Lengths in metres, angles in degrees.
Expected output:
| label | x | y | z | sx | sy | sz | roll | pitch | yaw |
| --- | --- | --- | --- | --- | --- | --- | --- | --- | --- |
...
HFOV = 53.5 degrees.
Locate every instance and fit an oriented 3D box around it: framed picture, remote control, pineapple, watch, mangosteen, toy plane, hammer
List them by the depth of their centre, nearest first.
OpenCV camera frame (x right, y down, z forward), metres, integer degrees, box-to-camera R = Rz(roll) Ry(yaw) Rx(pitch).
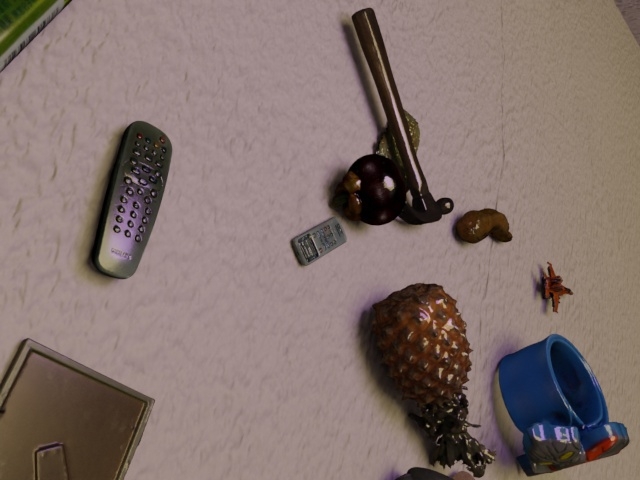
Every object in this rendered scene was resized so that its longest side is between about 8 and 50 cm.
| label | x | y | z | sx | sy | sz | roll | pitch | yaw |
| --- | --- | --- | --- | --- | --- | --- | --- | --- | --- |
| framed picture | -0.300 | 0.258 | 0.697 | 0.184 | 0.016 | 0.250 | 37 | 55 | -34 |
| remote control | -0.245 | -0.055 | 0.826 | 0.072 | 0.042 | 0.222 | 29 | 58 | -38 |
| remote control | 0.000 | 0.000 | 1.085 | 0.124 | 0.017 | 0.053 | -28 | 99 | -47 |
| pineapple | 0.209 | 0.256 | 1.125 | 0.175 | 0.175 | 0.362 | -29 | 100 | -47 |
| mangosteen | 0.084 | -0.086 | 1.137 | 0.140 | 0.140 | 0.140 | 16 | 68 | -43 |
| hammer | 0.150 | -0.242 | 1.264 | 0.168 | 0.044 | 0.440 | -21 | 94 | -46 |
| watch | 0.489 | 0.350 | 1.372 | 0.305 | 0.241 | 0.275 | 20 | 48 | -44 |
| toy plane | 0.624 | 0.129 | 1.682 | 0.188 | 0.062 | 0.135 | 23 | 61 | -56 |

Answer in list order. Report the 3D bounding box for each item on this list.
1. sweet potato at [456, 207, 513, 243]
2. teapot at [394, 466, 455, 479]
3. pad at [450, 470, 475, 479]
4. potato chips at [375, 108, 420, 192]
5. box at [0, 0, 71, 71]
| label | x | y | z | sx | sy | sz | roll | pitch | yaw |
| --- | --- | --- | --- | --- | --- | --- | --- | --- | --- |
| sweet potato | 0.383 | -0.034 | 1.469 | 0.233 | 0.062 | 0.081 | -1 | 94 | -50 |
| teapot | 0.191 | 0.489 | 1.043 | 0.239 | 0.162 | 0.149 | 36 | 58 | 5 |
| pad | 0.291 | 0.568 | 1.149 | 0.176 | 0.002 | 0.266 | -18 | 68 | -41 |
| potato chips | 0.157 | -0.183 | 1.300 | 0.142 | 0.026 | 0.209 | 8 | 74 | -44 |
| box | -0.359 | -0.313 | 0.740 | 0.134 | 0.097 | 0.346 | 46 | 50 | -28 |
